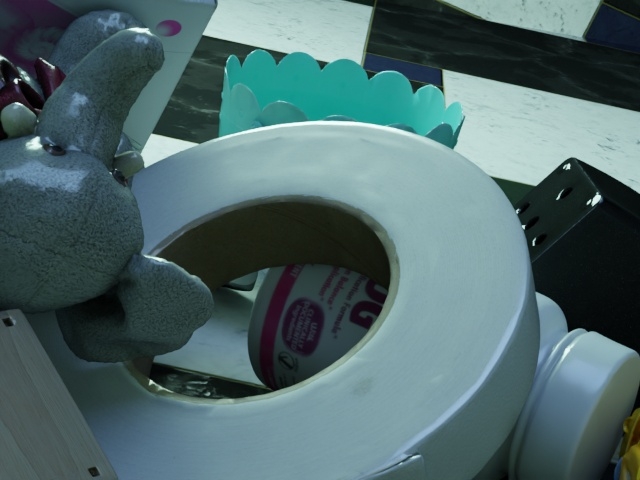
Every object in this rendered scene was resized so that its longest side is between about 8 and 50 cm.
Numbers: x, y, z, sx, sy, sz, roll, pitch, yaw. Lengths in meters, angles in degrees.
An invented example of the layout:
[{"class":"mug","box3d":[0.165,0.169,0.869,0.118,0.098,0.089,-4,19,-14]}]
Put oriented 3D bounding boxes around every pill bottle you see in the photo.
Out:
[{"class":"pill bottle","box3d":[0.097,0.096,1.065,0.283,0.160,0.160,22,22,26]}]

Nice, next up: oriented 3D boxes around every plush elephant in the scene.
[{"class":"plush elephant","box3d":[-0.199,-0.052,0.880,0.255,0.330,0.272,7,-17,44]}]

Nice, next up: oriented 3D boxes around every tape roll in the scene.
[{"class":"tape roll","box3d":[-0.038,0.060,0.945,0.392,0.072,0.392,-9,41,8]}]

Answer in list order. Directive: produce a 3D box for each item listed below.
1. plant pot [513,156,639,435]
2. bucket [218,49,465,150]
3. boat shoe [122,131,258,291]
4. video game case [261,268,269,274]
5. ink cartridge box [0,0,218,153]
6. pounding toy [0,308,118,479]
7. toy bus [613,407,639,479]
[{"class":"plant pot","box3d":[0.241,0.038,1.178,0.167,0.188,0.187,44,13,-17]},{"class":"bucket","box3d":[0.011,-0.085,1.473,0.281,0.183,0.281,10,21,-4]},{"class":"boat shoe","box3d":[-0.165,-0.042,1.207,0.118,0.103,0.320,11,-11,45]},{"class":"video game case","box3d":[0.000,0.000,1.272,0.190,0.022,0.173,42,37,-10]},{"class":"ink cartridge box","box3d":[-0.293,-0.144,1.139,0.330,0.324,0.071,2,61,-24]},{"class":"pounding toy","box3d":[-0.236,0.119,0.816,0.094,0.181,0.206,-10,57,-46]},{"class":"toy bus","box3d":[0.296,0.179,1.005,0.220,0.149,0.211,2,12,-20]}]
